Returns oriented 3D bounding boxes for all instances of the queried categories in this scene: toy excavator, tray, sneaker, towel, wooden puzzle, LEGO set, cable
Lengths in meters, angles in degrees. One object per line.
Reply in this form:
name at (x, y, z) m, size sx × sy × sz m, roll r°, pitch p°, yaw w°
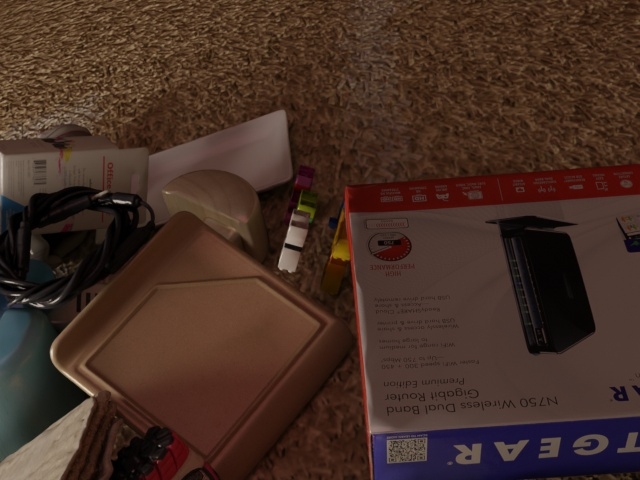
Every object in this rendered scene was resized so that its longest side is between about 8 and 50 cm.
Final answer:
toy excavator at (-0.307, 0.101, 1.229) m, size 0.444 × 0.222 × 0.433 m, roll 3°, pitch 48°, yaw 12°
tray at (-0.160, -0.075, 1.421) m, size 0.270 × 0.030 × 0.145 m, roll -18°, pitch 44°, yaw 11°
sneaker at (-0.210, 0.314, 1.014) m, size 0.299 × 0.112 × 0.121 m, roll -43°, pitch 18°, yaw 2°
towel at (-0.275, 0.269, 1.000) m, size 0.187 × 0.049 × 0.282 m, roll -37°, pitch 20°, yaw 28°
wooden puzzle at (-0.121, 0.113, 1.140) m, size 0.238 × 0.044 × 0.221 m, roll 37°, pitch 68°, yaw 11°
sneaker at (-0.344, -0.047, 1.448) m, size 0.111 × 0.103 × 0.252 m, roll 2°, pitch 56°, yaw 24°
LEGO set at (0.000, 0.000, 1.221) m, size 0.087 × 0.093 × 0.227 m, roll 16°, pitch 19°, yaw -3°
cable at (-0.275, 0.001, 1.165) m, size 0.150 × 0.047 × 0.184 m, roll 22°, pitch 51°, yaw 24°

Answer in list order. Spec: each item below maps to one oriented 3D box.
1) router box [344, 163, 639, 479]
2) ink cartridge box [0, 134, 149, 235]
router box at (0.198, 0.064, 0.987) m, size 0.335 × 0.082 × 0.301 m, roll -4°, pitch 44°, yaw 0°
ink cartridge box at (-0.305, -0.069, 1.338) m, size 0.181 × 0.104 × 0.061 m, roll -6°, pitch 23°, yaw -30°
